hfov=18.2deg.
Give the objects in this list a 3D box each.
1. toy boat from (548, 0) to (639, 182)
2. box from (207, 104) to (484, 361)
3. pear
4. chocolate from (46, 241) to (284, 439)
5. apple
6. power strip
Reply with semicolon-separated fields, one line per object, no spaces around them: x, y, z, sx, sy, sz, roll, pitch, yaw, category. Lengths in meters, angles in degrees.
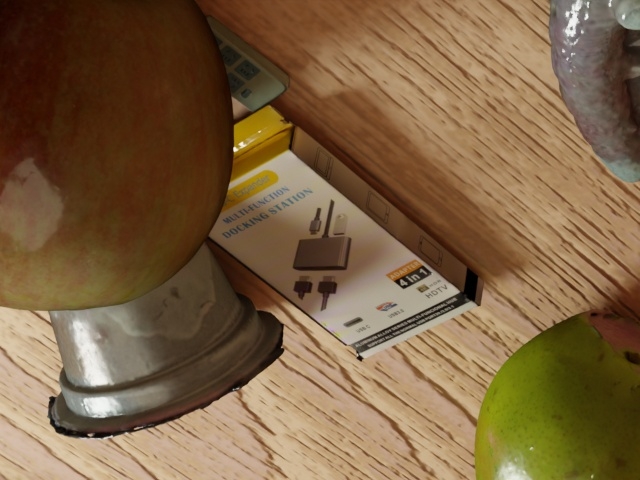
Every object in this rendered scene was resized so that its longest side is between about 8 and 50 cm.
0.233;-0.122;1.358;0.155;0.085;0.227;-5;133;17;toy boat
0.000;0.000;1.555;0.129;0.033;0.247;-28;127;36;box
0.203;0.171;1.575;0.187;0.187;0.220;26;108;-14;pear
-0.141;0.050;1.574;0.221;0.221;0.147;-13;103;23;chocolate
-0.184;-0.080;1.370;0.256;0.257;0.234;7;119;5;apple
-0.064;-0.129;1.461;0.090;0.016;0.040;36;130;-23;power strip
